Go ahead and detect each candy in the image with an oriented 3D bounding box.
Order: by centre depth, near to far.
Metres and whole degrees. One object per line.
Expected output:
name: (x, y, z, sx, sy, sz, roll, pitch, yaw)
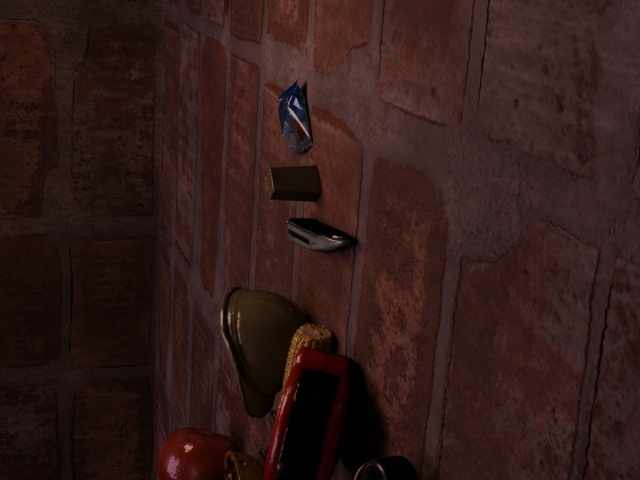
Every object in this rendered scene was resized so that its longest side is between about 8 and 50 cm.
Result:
candy: (-0.048, -0.232, 1.893, 0.088, 0.038, 0.136, -28, 72, 55)

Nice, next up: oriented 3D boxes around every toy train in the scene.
toy train: (0.000, -0.001, 1.732, 0.252, 0.055, 0.048, -153, 63, -70)

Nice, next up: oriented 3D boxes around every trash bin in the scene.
trash bin: (-0.051, -0.105, 1.816, 0.043, 0.092, 0.061, 122, 142, -56)

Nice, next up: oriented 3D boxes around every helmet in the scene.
helmet: (-0.083, 0.201, 1.881, 0.204, 0.137, 0.258, -32, -74, -70)

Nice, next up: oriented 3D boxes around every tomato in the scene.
tomato: (-0.308, 0.570, 2.462, 0.208, 0.208, 0.185, 171, 112, -71)

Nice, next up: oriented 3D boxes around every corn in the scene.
corn: (-0.030, 0.265, 1.803, 0.081, 0.081, 0.248, -121, 35, -56)

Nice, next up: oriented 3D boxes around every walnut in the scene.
walnut: (-0.157, 0.555, 2.199, 0.211, 0.087, 0.167, -118, 25, -57)

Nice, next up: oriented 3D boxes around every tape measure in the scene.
tape measure: (-0.018, 0.326, 1.620, 0.260, 0.114, 0.253, -71, -8, -61)

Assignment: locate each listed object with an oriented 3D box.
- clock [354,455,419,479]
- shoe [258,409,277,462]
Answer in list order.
clock: (0.083, 0.503, 1.443, 0.276, 0.120, 0.379, 162, 105, -67)
shoe: (-0.109, 0.445, 2.106, 0.062, 0.053, 0.159, 134, 134, -60)
